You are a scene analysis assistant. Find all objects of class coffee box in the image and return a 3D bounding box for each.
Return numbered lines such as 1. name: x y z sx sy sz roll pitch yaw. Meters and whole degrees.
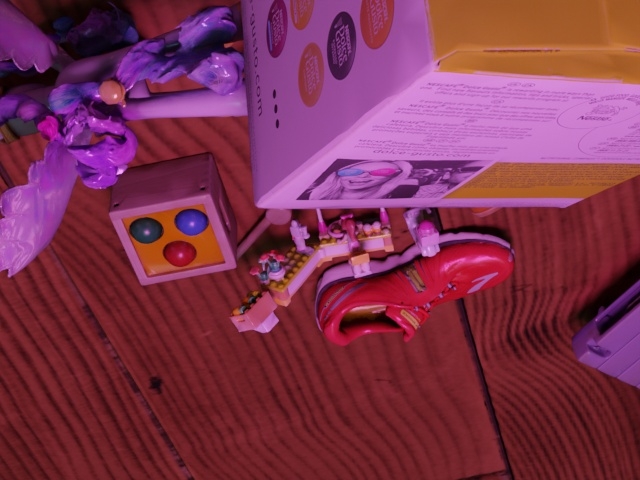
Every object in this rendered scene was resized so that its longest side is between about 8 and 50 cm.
1. coffee box: 0.143 -0.229 0.974 0.338 0.338 0.334 0 166 -24

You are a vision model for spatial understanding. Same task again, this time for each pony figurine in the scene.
1. pony figurine: -0.236 -0.145 1.178 0.363 0.351 0.303 -10 98 7

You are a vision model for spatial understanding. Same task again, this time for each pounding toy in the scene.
1. pounding toy: -0.136 -0.010 1.443 0.206 0.094 0.181 -10 132 6

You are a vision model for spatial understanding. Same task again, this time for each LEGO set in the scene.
1. LEGO set: 0.000 0.000 1.436 0.287 0.132 0.107 -23 128 -13

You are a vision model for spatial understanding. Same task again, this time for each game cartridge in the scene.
1. game cartridge: 0.535 0.079 1.521 0.230 0.068 0.355 22 128 -27

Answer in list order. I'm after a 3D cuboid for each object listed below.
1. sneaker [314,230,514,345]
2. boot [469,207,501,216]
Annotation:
1. sneaker: 0.129 0.078 1.524 0.279 0.118 0.107 -18 132 12
2. boot: 0.187 -0.178 1.319 0.211 0.104 0.295 25 121 -17
